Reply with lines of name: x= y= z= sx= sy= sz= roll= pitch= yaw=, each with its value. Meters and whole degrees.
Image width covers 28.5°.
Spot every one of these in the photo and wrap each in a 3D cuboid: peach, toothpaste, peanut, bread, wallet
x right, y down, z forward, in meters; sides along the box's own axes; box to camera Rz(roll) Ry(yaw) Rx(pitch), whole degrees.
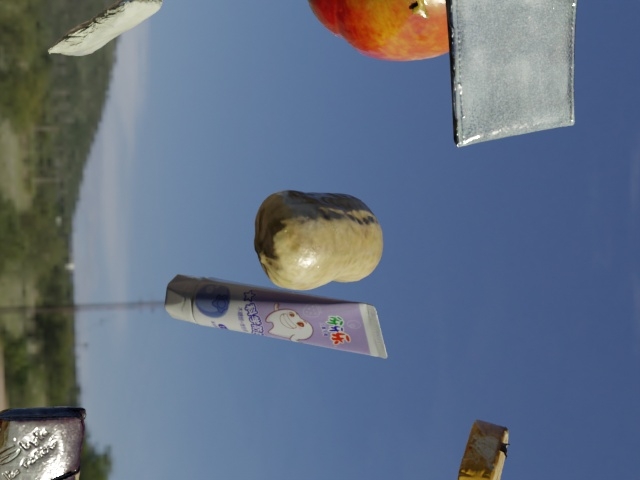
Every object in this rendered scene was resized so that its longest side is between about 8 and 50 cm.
peach: x=0.135 y=-0.436 z=1.926 sx=0.370 sy=0.370 sz=0.370 roll=179 pitch=-90 yaw=-76
toothpaste: x=-0.072 y=0.114 z=2.021 sx=0.125 sy=0.371 sz=0.080 roll=76 pitch=30 yaw=-43
peanut: x=0.000 y=0.000 z=1.609 sx=0.137 sy=0.253 sz=0.122 roll=-33 pitch=-106 yaw=29
bread: x=0.281 y=0.382 z=2.145 sx=0.122 sy=0.073 sz=0.149 roll=85 pitch=21 yaw=-49
wallet: x=-0.374 y=0.323 z=1.631 sx=0.031 sy=0.122 sz=0.232 roll=-135 pitch=-127 yaw=-60
wallet: x=0.233 y=-0.229 z=1.528 sx=0.036 sy=0.167 sz=0.222 roll=-123 pitch=-157 yaw=-59

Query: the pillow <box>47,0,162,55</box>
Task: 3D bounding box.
pillow: x=-0.407 y=-0.407 z=2.387 sx=0.229 sy=0.128 sz=0.051 roll=-24 pitch=-93 yaw=34
